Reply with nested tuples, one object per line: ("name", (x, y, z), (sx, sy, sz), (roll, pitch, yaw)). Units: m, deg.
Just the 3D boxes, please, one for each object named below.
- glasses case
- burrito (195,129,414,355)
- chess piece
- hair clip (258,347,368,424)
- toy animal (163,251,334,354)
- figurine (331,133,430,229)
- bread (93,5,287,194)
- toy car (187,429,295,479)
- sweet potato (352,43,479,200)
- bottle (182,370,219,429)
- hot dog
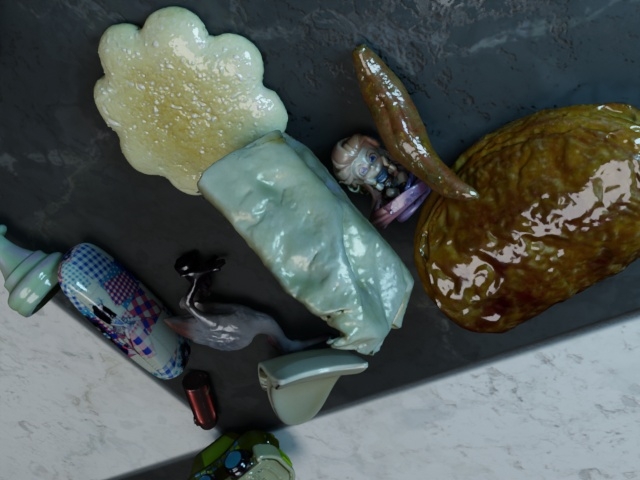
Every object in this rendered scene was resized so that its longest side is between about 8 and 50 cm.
("glasses case", (-0.370, 0.138, 1.355), (0.076, 0.125, 0.327), (-26, 120, 25))
("burrito", (0.002, -0.001, 0.981), (0.332, 0.190, 0.135), (48, 110, 11))
("chess piece", (-0.613, 0.012, 1.337), (0.271, 0.139, 0.139), (42, 131, -5))
("hair clip", (-0.035, 0.262, 1.343), (0.172, 0.113, 0.282), (-8, 149, -19))
("toy animal", (-0.159, 0.157, 1.329), (0.324, 0.090, 0.195), (37, 122, -19))
("figurine", (0.087, -0.089, 1.025), (0.157, 0.114, 0.126), (35, 98, 21))
("bread", (-0.200, -0.192, 1.049), (0.316, 0.054, 0.316), (10, 133, 11))
("toy car", (-0.200, 0.535, 1.633), (0.248, 0.198, 0.204), (-37, 125, -2))
("sweet potato", (0.116, -0.147, 0.942), (0.255, 0.058, 0.078), (56, 145, 4))
("bottle", (-0.268, 0.364, 1.576), (0.060, 0.060, 0.164), (5, 133, 13))
("hot dog", (0.311, -0.031, 0.956), (0.267, 0.174, 0.387), (40, 121, -22))
